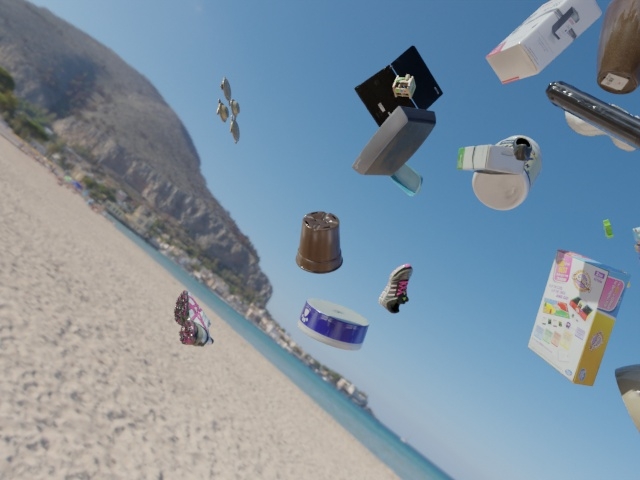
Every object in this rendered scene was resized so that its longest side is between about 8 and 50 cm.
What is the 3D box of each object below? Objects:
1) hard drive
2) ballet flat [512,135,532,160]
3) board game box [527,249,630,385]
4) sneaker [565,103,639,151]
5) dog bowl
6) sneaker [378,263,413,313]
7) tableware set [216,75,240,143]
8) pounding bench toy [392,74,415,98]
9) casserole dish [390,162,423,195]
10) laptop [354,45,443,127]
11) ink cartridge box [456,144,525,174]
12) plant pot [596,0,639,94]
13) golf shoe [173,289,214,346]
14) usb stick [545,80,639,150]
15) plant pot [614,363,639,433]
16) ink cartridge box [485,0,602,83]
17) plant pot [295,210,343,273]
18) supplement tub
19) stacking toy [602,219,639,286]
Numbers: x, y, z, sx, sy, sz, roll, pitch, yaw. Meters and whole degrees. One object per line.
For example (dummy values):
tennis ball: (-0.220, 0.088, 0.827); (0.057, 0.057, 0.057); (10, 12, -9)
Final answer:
hard drive: (0.223, -0.286, 1.585); (0.254, 0.172, 0.054); (-50, -124, 41)
ballet flat: (0.597, -0.279, 1.556); (0.057, 0.173, 0.049); (12, -61, 14)
board game box: (0.711, 0.207, 1.485); (0.064, 0.316, 0.242); (11, 11, -10)
sneaker: (0.961, -0.412, 1.786); (0.297, 0.111, 0.129); (38, -7, 46)
dog bowl: (0.051, 0.321, 2.044); (0.265, 0.104, 0.265); (19, 5, -2)
sneaker: (0.229, 0.144, 1.522); (0.063, 0.170, 0.075); (-1, 39, -35)
tableware set: (-0.261, -0.373, 1.524); (0.020, 0.141, 0.168); (-5, -27, 11)
pounding bench toy: (0.275, -0.526, 1.778); (0.065, 0.052, 0.083); (14, -21, 26)
casserole dish: (0.375, -0.275, 2.297); (0.188, 0.037, 0.114); (47, -42, 28)
laptop: (0.314, -0.595, 2.115); (0.234, 0.264, 0.136); (53, 27, -16)
ink cartridge box: (0.601, -0.283, 1.873); (0.153, 0.086, 0.208); (6, 5, -13)
plant pot: (0.883, -0.543, 1.510); (0.215, 0.230, 0.215); (27, -10, 5)
golf shoe: (-0.338, 0.211, 1.411); (0.086, 0.067, 0.186); (22, 29, -39)
usb stick: (0.507, -0.199, 0.903); (0.077, 0.045, 0.278); (4, 34, -42)
plant pot: (0.956, 0.447, 1.415); (0.284, 0.191, 0.284); (36, 36, -32)
ink cartridge box: (0.537, -0.495, 1.286); (0.092, 0.218, 0.158); (50, -5, -13)
plant pot: (0.000, 0.000, 1.806); (0.167, 0.167, 0.165); (30, -49, 35)
supplement tub: (0.817, -0.301, 2.293); (0.235, 0.325, 0.235); (20, -48, 25)
stacking toy: (0.985, 0.020, 1.625); (0.052, 0.167, 0.221); (-49, 120, -76)
